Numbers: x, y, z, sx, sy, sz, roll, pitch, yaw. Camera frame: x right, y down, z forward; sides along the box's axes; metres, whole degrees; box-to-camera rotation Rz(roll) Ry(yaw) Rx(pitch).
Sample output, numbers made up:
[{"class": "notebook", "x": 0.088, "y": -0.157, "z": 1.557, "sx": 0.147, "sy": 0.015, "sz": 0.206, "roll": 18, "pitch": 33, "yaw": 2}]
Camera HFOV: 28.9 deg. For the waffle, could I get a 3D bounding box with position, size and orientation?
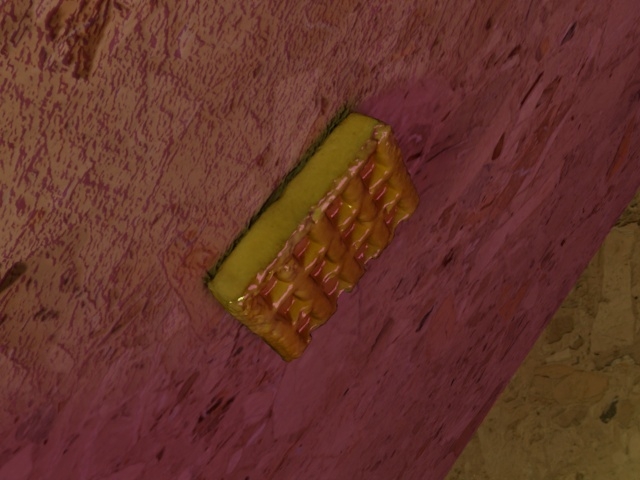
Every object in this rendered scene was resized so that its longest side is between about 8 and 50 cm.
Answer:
[{"class": "waffle", "x": 0.000, "y": 0.000, "z": 1.324, "sx": 0.248, "sy": 0.055, "sz": 0.221, "roll": -50, "pitch": 156, "yaw": -7}]
